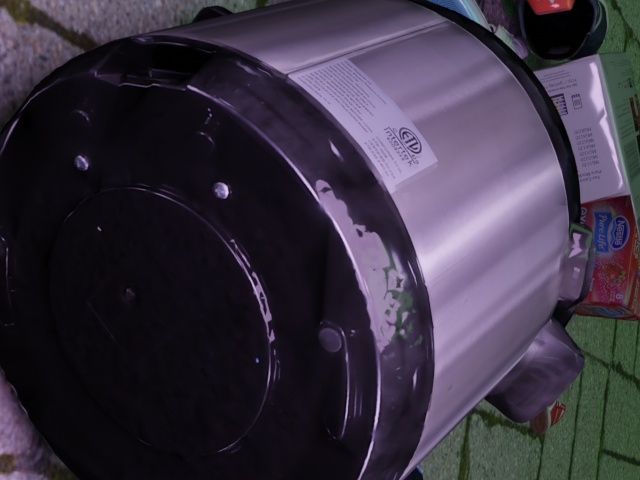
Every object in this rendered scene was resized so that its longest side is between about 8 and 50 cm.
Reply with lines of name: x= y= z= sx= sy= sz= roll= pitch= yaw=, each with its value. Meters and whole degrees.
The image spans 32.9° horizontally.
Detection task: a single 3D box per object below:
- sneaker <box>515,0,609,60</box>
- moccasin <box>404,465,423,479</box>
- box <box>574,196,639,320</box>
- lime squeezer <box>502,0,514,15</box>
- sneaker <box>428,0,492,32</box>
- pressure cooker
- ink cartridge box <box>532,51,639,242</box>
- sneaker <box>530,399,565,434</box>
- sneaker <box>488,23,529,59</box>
sneaker: x=0.346 y=-0.310 z=1.569 sx=0.350 sy=0.131 sz=0.148 roll=34 pitch=53 yaw=-63
moccasin: x=0.020 y=0.198 z=1.117 sx=0.342 sy=0.138 sz=0.116 roll=39 pitch=55 yaw=-54
box: x=0.506 y=0.001 z=1.900 sx=0.128 sy=0.123 sz=0.256 roll=32 pitch=65 yaw=-56
lime squeezer: x=0.221 y=-0.388 z=1.469 sx=0.310 sy=0.059 sz=0.109 roll=2 pitch=90 yaw=-59
sneaker: x=0.093 y=-0.293 z=1.112 sx=0.319 sy=0.127 sz=0.208 roll=49 pitch=40 yaw=-9
pressure cooker: x=0.004 y=-0.003 z=0.846 sx=0.420 sy=0.376 sz=0.369 roll=-31 pitch=116 yaw=-53
ink cartridge box: x=0.412 y=-0.138 z=1.640 sx=0.309 sy=0.130 sz=0.271 roll=-22 pitch=99 yaw=-65
sneaker: x=0.376 y=0.254 z=1.786 sx=0.067 sy=0.042 sz=0.118 roll=-12 pitch=110 yaw=-54
sneaker: x=0.253 y=-0.279 z=1.534 sx=0.152 sy=0.054 sz=0.061 roll=-29 pitch=114 yaw=-54
